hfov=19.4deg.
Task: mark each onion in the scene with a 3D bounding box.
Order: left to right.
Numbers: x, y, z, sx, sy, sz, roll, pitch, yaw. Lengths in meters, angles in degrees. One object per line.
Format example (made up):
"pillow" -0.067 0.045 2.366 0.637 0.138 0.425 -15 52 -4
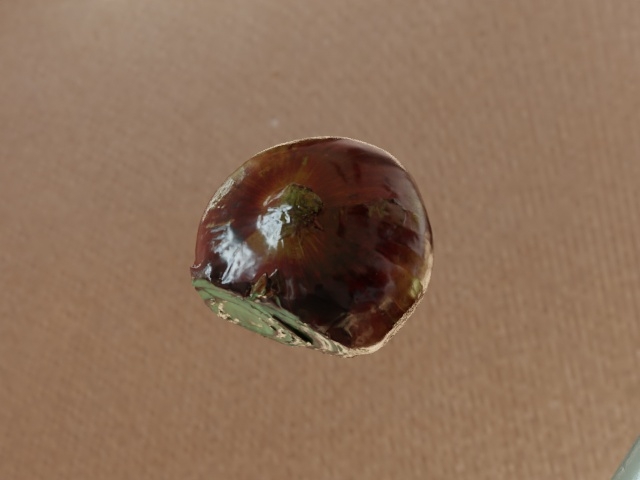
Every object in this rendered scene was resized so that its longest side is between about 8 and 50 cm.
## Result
"onion" 0.000 0.000 0.920 0.117 0.118 0.118 24 47 15

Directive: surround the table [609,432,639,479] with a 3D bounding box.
"table" 0.331 0.269 1.813 0.126 0.220 0.126 24 21 -10
